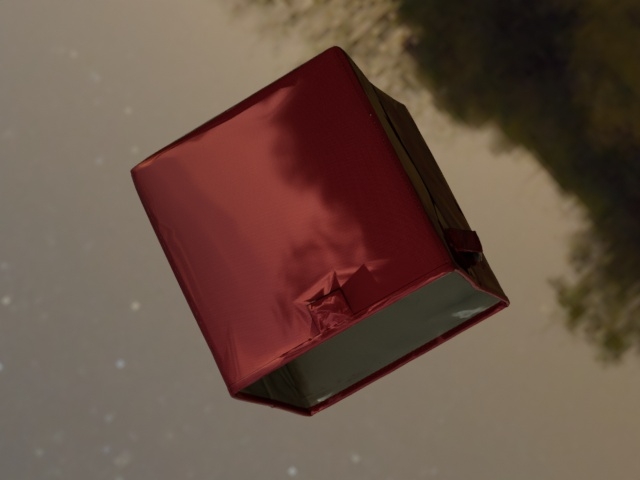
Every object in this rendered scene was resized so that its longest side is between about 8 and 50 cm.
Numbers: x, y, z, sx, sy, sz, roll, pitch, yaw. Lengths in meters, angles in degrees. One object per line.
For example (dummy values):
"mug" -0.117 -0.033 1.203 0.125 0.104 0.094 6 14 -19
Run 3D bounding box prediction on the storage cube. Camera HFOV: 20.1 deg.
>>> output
"storage cube" 0.000 0.000 1.362 0.193 0.215 0.184 64 -168 17
